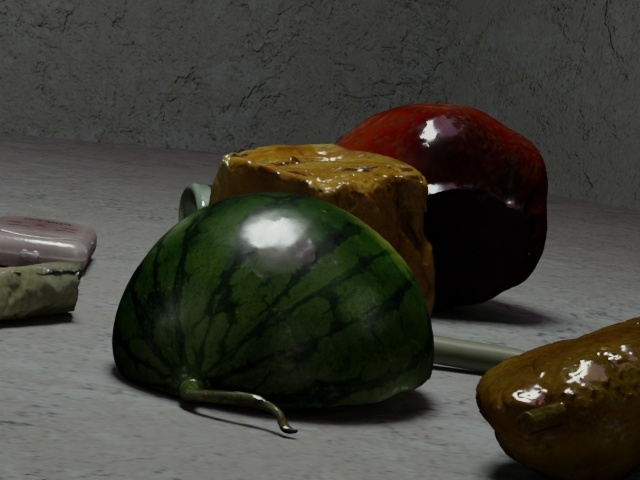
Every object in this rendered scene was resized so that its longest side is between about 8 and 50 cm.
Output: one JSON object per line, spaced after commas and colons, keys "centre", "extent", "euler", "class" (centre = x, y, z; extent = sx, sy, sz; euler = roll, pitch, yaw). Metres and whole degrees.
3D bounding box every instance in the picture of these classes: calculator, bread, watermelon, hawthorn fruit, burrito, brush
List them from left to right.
{"centre": [-0.215, 0.037, 1.204], "extent": [0.055, 0.041, 0.149], "euler": [-5, -1, 30], "class": "burrito"}
{"centre": [-0.259, 0.004, 1.522], "extent": [0.100, 0.032, 0.175], "euler": [7, 6, -5], "class": "calculator"}
{"centre": [-0.029, 0.034, 1.069], "extent": [0.204, 0.127, 0.232], "euler": [15, 14, 32], "class": "watermelon"}
{"centre": [0.000, 0.000, 1.356], "extent": [0.158, 0.143, 0.149], "euler": [13, 15, 43], "class": "bread"}
{"centre": [0.024, 0.071, 1.226], "extent": [0.299, 0.039, 0.042], "euler": [10, -33, 1], "class": "brush"}
{"centre": [0.095, -0.032, 1.571], "extent": [0.215, 0.215, 0.249], "euler": [3, 0, -38], "class": "hawthorn fruit"}
{"centre": [0.173, 0.093, 0.961], "extent": [0.124, 0.084, 0.344], "euler": [-14, -4, 26], "class": "bread"}

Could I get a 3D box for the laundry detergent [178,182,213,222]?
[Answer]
{"centre": [-0.040, -0.019, 1.844], "extent": [0.225, 0.070, 0.099], "euler": [7, -2, -18], "class": "laundry detergent"}
